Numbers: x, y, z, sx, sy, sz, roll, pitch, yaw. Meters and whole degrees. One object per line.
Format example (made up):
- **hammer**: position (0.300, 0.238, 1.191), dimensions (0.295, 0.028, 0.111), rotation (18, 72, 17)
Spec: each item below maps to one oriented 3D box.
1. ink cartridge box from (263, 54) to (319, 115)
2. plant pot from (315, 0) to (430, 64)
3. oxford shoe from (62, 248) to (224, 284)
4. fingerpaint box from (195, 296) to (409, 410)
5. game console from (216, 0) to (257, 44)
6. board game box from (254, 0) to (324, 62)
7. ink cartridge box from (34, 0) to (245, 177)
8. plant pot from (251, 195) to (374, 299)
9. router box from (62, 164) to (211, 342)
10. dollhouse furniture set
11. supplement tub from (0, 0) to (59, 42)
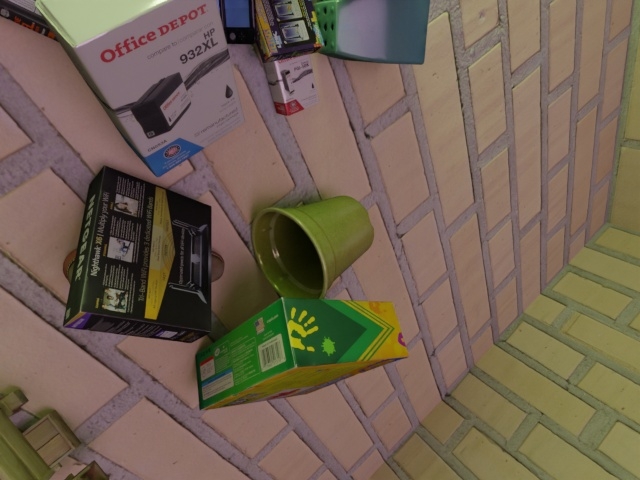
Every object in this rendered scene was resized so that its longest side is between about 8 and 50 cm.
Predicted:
- **ink cartridge box**: position (-0.068, -0.380, 0.960), dimensions (0.099, 0.056, 0.135), rotation (-31, 127, -22)
- **plant pot**: position (0.112, -0.513, 0.973), dimensions (0.234, 0.165, 0.166), rotation (-13, 119, -24)
- **oxford shoe**: position (-0.368, 0.085, 0.908), dimensions (0.348, 0.130, 0.123), rotation (-3, 113, -37)
- **fingerpaint box**: position (-0.063, 0.303, 1.076), dimensions (0.371, 0.163, 0.445), rotation (9, 146, -39)
- **game console**: position (-0.200, -0.469, 0.800), dimensions (0.085, 0.124, 0.144), rotation (-38, 136, -52)
- **board game box**: position (-0.083, -0.483, 0.866), dimensions (0.141, 0.048, 0.170), rotation (-23, 102, -24)
- **ink cartridge box**: position (-0.277, -0.291, 0.704), dimensions (0.223, 0.129, 0.307), rotation (-37, 161, -16)
- **plant pot**: position (0.000, 0.000, 1.088), dimensions (0.254, 0.276, 0.276), rotation (-29, 127, -38)
- **router box**: position (-0.340, 0.032, 0.804), dimensions (0.081, 0.309, 0.243), rotation (-31, 143, 33)
- **dollhouse furniture set**: position (-0.604, 0.471, 0.760), dimensions (0.174, 0.355, 0.303), rotation (-39, 91, -17)
- **supplement tub**: position (-0.464, -0.389, 0.619), dimensions (0.198, 0.106, 0.106), rotation (15, 102, -40)
